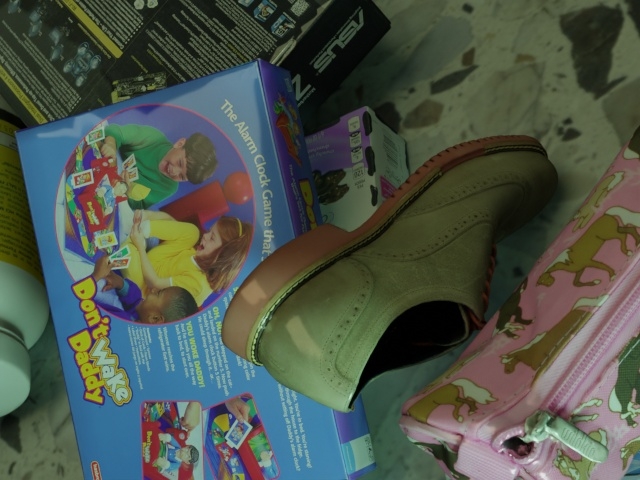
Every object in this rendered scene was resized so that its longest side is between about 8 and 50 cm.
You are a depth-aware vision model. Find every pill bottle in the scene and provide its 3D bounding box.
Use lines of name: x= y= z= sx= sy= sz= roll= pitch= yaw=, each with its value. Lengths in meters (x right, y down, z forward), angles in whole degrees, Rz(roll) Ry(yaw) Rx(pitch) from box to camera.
pill bottle: x=-0.384 y=0.016 z=1.424 sx=0.188 sy=0.188 sz=0.334 roll=-27 pitch=52 yaw=22

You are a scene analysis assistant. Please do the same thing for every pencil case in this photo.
pencil case: x=0.225 y=0.027 z=0.943 sx=0.386 sy=0.160 sz=0.167 roll=-50 pitch=35 yaw=-11

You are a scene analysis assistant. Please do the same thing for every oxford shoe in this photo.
oxford shoe: x=0.088 y=0.028 z=1.037 sx=0.130 sy=0.123 sz=0.348 roll=38 pitch=51 yaw=26

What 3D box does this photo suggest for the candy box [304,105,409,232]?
candy box: x=0.000 y=0.000 z=1.223 sx=0.165 sy=0.070 sz=0.196 roll=-23 pitch=54 yaw=26

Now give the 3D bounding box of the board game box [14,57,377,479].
board game box: x=-0.107 y=0.048 z=1.133 sx=0.233 sy=0.078 sz=0.347 roll=-14 pitch=84 yaw=18

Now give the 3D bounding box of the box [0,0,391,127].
box: x=-0.163 y=-0.209 z=1.332 sx=0.318 sy=0.097 sz=0.395 roll=-47 pitch=53 yaw=3

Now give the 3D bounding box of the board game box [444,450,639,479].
board game box: x=0.194 y=0.196 z=0.991 sx=0.201 sy=0.035 sz=0.136 roll=-26 pitch=52 yaw=24
